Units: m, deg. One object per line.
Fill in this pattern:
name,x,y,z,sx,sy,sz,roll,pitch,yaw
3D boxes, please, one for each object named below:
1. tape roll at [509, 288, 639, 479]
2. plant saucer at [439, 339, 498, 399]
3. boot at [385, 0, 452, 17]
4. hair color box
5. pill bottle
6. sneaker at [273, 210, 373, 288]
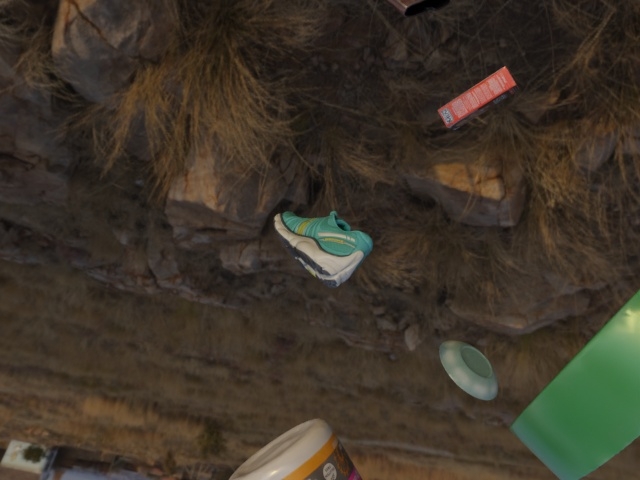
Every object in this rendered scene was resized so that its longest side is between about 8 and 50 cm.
tape roll,0.347,0.121,0.517,0.077,0.321,0.321,45,166,31
plant saucer,0.418,0.343,1.295,0.195,0.195,0.037,22,123,-17
boot,0.067,-0.412,0.713,0.248,0.207,0.090,-26,156,-22
hair color box,0.306,-0.272,0.914,0.141,0.043,0.072,-29,174,29
pill bottle,0.010,0.394,0.609,0.278,0.162,0.162,58,146,8
sneaker,0.000,0.000,0.843,0.107,0.110,0.275,57,168,-29
